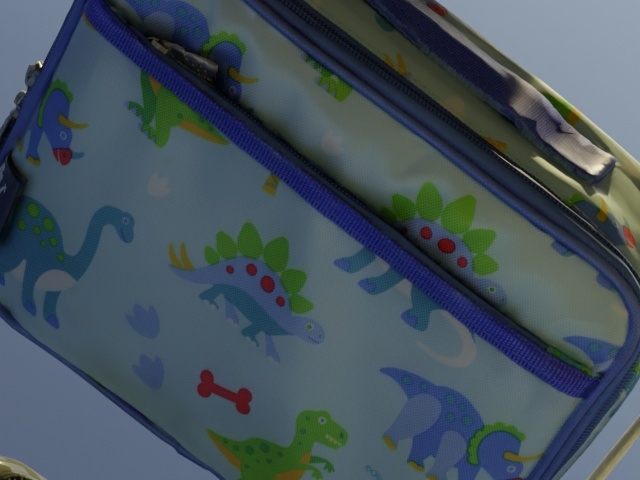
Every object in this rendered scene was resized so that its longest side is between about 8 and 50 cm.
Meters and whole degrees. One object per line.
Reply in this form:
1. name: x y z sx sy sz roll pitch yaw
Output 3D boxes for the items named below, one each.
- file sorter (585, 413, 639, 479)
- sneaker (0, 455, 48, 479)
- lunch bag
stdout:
1. file sorter: 0.287 0.175 0.824 0.173 0.278 0.193 -46 -61 -23
2. sneaker: -0.071 0.136 0.582 0.166 0.076 0.065 56 -133 -30
3. lunch bag: 0.000 0.000 0.550 0.219 0.176 0.090 40 -147 8
